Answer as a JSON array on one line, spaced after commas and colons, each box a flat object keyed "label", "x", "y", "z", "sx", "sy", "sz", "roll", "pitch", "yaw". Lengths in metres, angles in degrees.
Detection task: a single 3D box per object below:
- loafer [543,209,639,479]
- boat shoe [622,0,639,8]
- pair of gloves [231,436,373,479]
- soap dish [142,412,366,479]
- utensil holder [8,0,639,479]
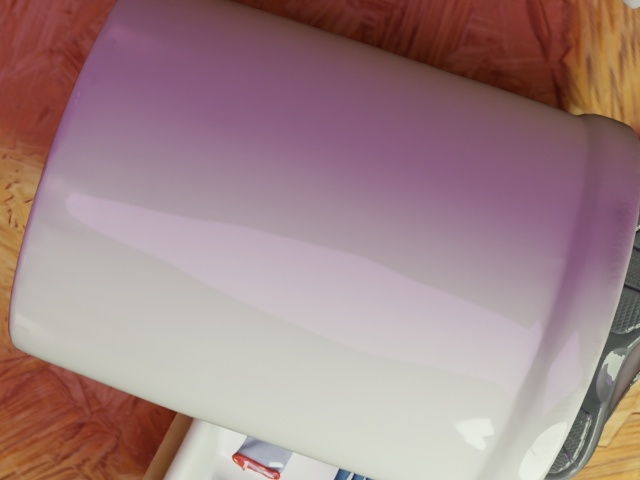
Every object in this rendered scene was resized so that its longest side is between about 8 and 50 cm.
[{"label": "loafer", "x": 0.254, "y": 0.071, "z": 1.142, "sx": 0.109, "sy": 0.095, "sz": 0.302, "roll": 31, "pitch": 113, "yaw": 23}, {"label": "boat shoe", "x": 0.328, "y": -0.264, "z": 0.972, "sx": 0.258, "sy": 0.095, "sz": 0.084, "roll": -26, "pitch": 115, "yaw": 26}, {"label": "pair of gloves", "x": 0.020, "y": 0.167, "z": 1.171, "sx": 0.198, "sy": 0.023, "sz": 0.159, "roll": 31, "pitch": 70, "yaw": -13}, {"label": "soap dish", "x": -0.075, "y": 0.288, "z": 1.155, "sx": 0.229, "sy": 0.291, "sz": 0.118, "roll": 33, "pitch": 137, "yaw": -9}, {"label": "utensil holder", "x": 0.000, "y": 0.000, "z": 0.990, "sx": 0.386, "sy": 0.327, "sz": 0.327, "roll": 20, "pitch": 115, "yaw": -2}]
